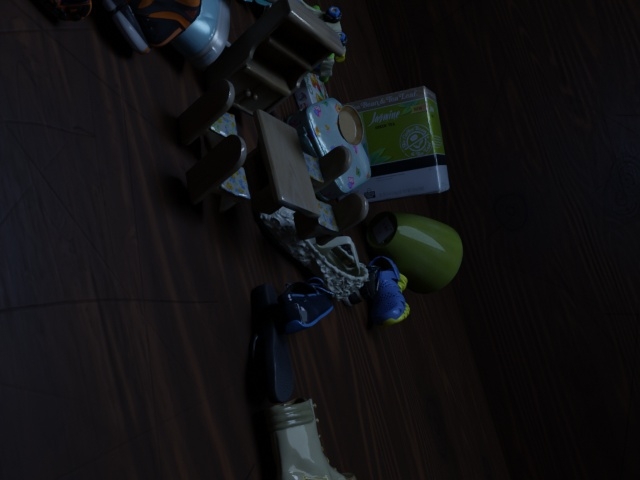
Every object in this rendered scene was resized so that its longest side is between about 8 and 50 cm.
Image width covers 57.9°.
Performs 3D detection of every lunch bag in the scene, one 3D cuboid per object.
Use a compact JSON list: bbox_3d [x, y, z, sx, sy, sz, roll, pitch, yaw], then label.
[{"bbox_3d":[0.019,-0.265,1.664,0.224,0.108,0.279,-37,103,-50],"label":"lunch bag"}]

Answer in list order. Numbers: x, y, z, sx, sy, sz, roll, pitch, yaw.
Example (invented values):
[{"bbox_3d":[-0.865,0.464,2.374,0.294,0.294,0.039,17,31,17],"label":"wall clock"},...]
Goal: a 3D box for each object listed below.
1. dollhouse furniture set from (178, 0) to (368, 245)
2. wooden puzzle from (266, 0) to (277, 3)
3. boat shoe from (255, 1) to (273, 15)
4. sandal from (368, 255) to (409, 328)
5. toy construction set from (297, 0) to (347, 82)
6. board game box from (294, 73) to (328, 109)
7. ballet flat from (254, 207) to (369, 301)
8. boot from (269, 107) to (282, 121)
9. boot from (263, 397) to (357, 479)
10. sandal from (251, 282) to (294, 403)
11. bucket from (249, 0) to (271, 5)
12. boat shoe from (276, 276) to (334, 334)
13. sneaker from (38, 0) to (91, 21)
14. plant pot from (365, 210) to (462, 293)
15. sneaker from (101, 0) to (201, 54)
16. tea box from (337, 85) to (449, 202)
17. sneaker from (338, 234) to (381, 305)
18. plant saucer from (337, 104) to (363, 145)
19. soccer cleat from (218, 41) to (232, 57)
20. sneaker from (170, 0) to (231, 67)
[{"bbox_3d":[-0.062,-0.241,1.153,0.362,0.256,0.394,19,46,-47],"label":"dollhouse furniture set"},{"bbox_3d":[-0.216,-0.655,1.191,0.322,0.080,0.348,13,46,-25],"label":"wooden puzzle"},{"bbox_3d":[-0.174,-0.726,1.671,0.073,0.073,0.207,7,56,-26],"label":"boat shoe"},{"bbox_3d":[0.197,0.155,1.801,0.138,0.126,0.317,60,15,-20],"label":"sandal"},{"bbox_3d":[-0.037,-0.596,1.676,0.151,0.215,0.327,120,-36,-74],"label":"toy construction set"},{"bbox_3d":[-0.057,-0.545,1.820,0.193,0.053,0.305,-22,94,-69],"label":"board game box"},{"bbox_3d":[0.000,0.000,1.395,0.409,0.147,0.147,49,30,-44],"label":"ballet flat"},{"bbox_3d":[-0.141,-0.349,1.463,0.114,0.037,0.106,53,14,-47],"label":"boot"},{"bbox_3d":[-0.015,0.396,1.080,0.262,0.095,0.203,22,52,-59],"label":"boot"},{"bbox_3d":[-0.099,0.199,1.103,0.097,0.054,0.254,61,12,-45],"label":"sandal"},{"bbox_3d":[-0.146,-0.782,1.502,0.281,0.281,0.183,47,31,-48],"label":"bucket"},{"bbox_3d":[-0.028,0.122,1.200,0.258,0.109,0.089,-14,82,-86],"label":"boat shoe"},{"bbox_3d":[-0.408,-0.415,0.807,0.087,0.083,0.221,-106,170,-48],"label":"sneaker"},{"bbox_3d":[0.301,0.012,2.021,0.293,0.275,0.274,28,45,-40],"label":"plant pot"},{"bbox_3d":[-0.304,-0.477,0.920,0.321,0.180,0.124,60,0,-40],"label":"sneaker"},{"bbox_3d":[0.214,-0.288,1.843,0.220,0.329,0.323,-18,99,-69],"label":"tea box"},{"bbox_3d":[0.107,0.067,1.622,0.079,0.121,0.217,25,50,-64],"label":"sneaker"},{"bbox_3d":[0.057,-0.231,1.170,0.083,0.015,0.083,13,72,-49],"label":"plant saucer"},{"bbox_3d":[-0.172,-0.394,1.300,0.196,0.068,0.076,23,26,-23],"label":"soccer cleat"},{"bbox_3d":[-0.265,-0.527,1.167,0.150,0.135,0.366,37,34,-51],"label":"sneaker"}]
